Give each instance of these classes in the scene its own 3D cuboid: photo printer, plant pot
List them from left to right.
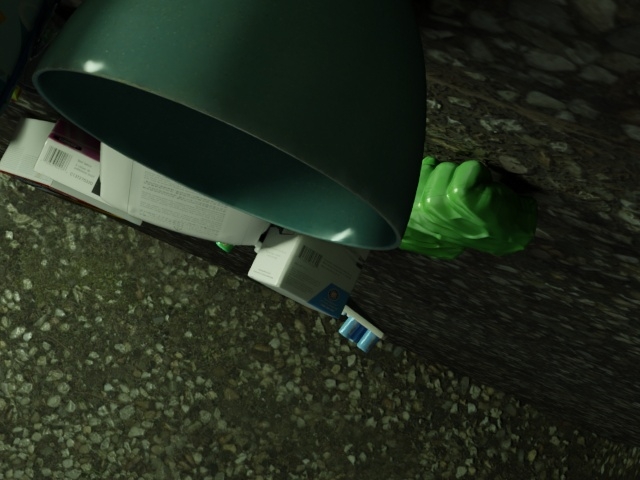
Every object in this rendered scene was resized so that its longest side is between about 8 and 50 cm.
[{"bbox_3d":[-0.169,-0.098,1.321,0.256,0.107,0.307,17,156,-6],"label":"photo printer"},{"bbox_3d":[-0.039,-0.140,0.738,0.290,0.195,0.290,22,170,4],"label":"plant pot"}]

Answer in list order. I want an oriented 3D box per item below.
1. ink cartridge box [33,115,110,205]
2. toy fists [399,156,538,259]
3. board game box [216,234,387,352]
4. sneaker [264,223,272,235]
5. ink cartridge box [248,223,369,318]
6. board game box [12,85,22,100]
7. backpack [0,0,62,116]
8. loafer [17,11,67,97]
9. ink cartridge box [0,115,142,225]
[{"bbox_3d":[-0.362,-0.152,1.648,0.175,0.069,0.371,25,-167,-15],"label":"ink cartridge box"},{"bbox_3d":[0.140,-0.040,1.207,0.142,0.096,0.279,16,172,-20],"label":"toy fists"},{"bbox_3d":[-0.090,0.030,1.797,0.390,0.050,0.390,37,-178,-21],"label":"board game box"},{"bbox_3d":[-0.039,-0.023,1.790,0.161,0.102,0.282,34,178,35],"label":"sneaker"},{"bbox_3d":[0.000,0.000,1.459,0.139,0.191,0.082,31,169,-40],"label":"ink cartridge box"},{"bbox_3d":[-0.585,-0.299,1.639,0.181,0.043,0.092,25,171,-12],"label":"board game box"},{"bbox_3d":[-0.337,-0.184,0.720,0.273,0.356,0.290,12,165,46],"label":"backpack"},{"bbox_3d":[-0.368,-0.252,1.275,0.302,0.109,0.095,24,-168,35],"label":"loafer"},{"bbox_3d":[-0.463,-0.131,1.997,0.271,0.130,0.309,26,173,-36],"label":"ink cartridge box"}]
